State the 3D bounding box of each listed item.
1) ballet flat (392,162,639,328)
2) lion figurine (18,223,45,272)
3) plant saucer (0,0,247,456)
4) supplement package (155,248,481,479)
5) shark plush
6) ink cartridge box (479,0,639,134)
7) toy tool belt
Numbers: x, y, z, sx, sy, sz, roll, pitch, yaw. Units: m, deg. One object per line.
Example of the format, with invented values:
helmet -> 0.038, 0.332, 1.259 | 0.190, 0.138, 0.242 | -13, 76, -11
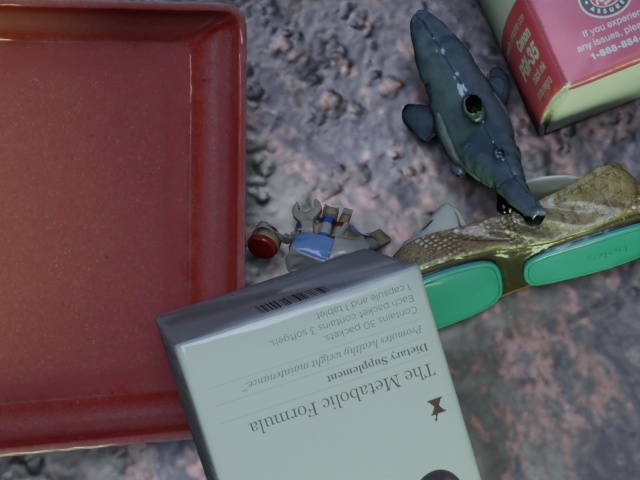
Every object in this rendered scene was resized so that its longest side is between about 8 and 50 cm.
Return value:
ballet flat -> 0.109, 0.003, 0.966 | 0.206, 0.073, 0.067 | -16, 56, -6
lion figurine -> -0.264, -0.006, 0.937 | 0.392, 0.142, 0.240 | 3, 87, -2
plant saucer -> -0.170, -0.008, 0.885 | 0.259, 0.048, 0.258 | -2, 98, -23
supplement package -> 0.013, 0.143, 0.860 | 0.139, 0.134, 0.244 | -19, 97, -8
shark plush -> 0.089, -0.068, 0.949 | 0.073, 0.067, 0.161 | -13, 53, 4
ink cartridge box -> 0.180, -0.240, 0.976 | 0.207, 0.117, 0.283 | -22, 79, -2
toy tool belt -> 0.000, 0.000, 0.976 | 0.083, 0.052, 0.051 | 21, 49, 2
